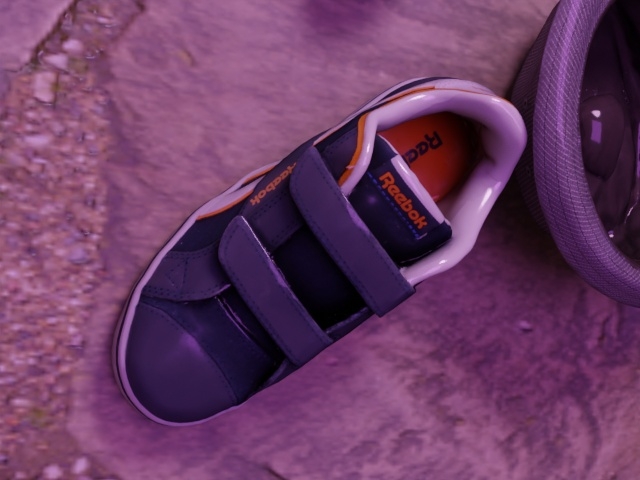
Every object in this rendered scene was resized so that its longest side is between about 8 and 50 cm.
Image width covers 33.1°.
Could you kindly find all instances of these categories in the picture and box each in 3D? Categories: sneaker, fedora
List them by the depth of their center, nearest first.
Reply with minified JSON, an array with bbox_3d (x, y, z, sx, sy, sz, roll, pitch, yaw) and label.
[{"bbox_3d":[0.000,0.000,0.706,0.321,0.127,0.126,-44,107,-13],"label":"sneaker"},{"bbox_3d":[0.223,-0.094,0.781,0.243,0.124,0.276,-14,104,-25],"label":"fedora"}]
